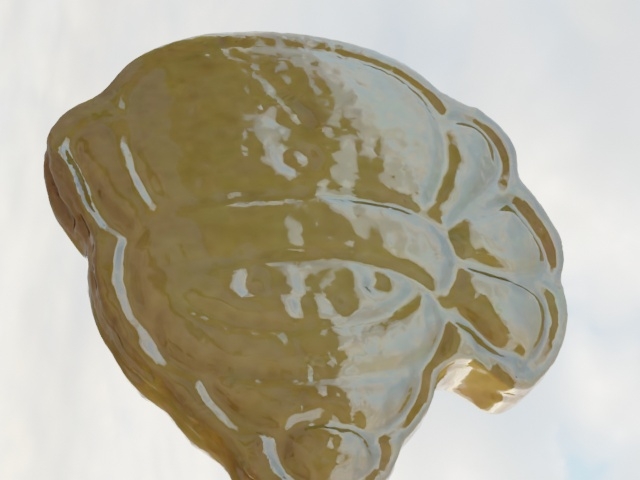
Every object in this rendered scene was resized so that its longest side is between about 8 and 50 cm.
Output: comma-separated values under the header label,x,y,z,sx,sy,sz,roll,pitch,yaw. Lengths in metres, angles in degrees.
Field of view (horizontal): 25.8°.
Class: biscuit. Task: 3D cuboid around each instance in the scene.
label,x,y,z,sx,sy,sz,roll,pitch,yaw
biscuit,0.000,0.000,0.885,0.057,0.312,0.351,108,-35,-54
